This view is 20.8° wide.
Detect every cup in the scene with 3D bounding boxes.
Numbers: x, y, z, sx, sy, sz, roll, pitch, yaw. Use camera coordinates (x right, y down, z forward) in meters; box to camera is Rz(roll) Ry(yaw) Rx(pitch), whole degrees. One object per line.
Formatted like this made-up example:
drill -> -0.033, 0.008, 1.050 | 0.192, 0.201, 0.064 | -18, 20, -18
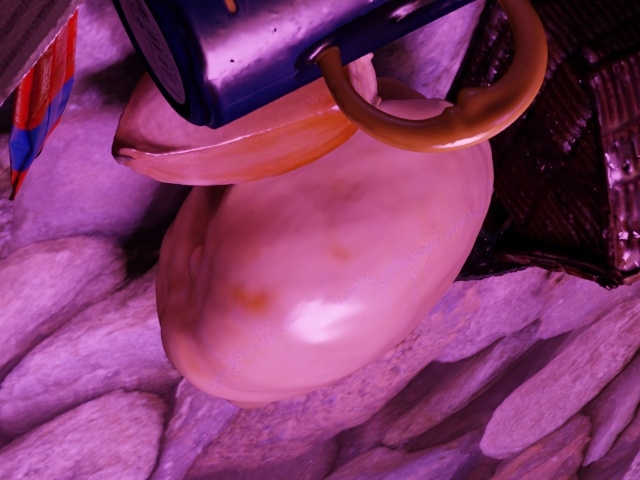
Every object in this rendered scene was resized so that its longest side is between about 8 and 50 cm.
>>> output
cup -> 0.011, -0.178, 1.146 | 0.256, 0.255, 0.178 | -29, 128, -12

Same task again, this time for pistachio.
pistachio -> 0.000, 0.000, 1.455 | 0.321, 0.229, 0.238 | -44, 128, -9

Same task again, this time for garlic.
garlic -> -0.064, -0.095, 1.315 | 0.207, 0.128, 0.115 | -21, 142, -11

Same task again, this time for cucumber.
cucumber -> 0.184, 0.013, 1.844 | 0.211, 0.062, 0.078 | 3, 133, -51

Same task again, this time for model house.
model house -> 0.299, -0.105, 1.552 | 0.317, 0.282, 0.297 | -26, 151, -18

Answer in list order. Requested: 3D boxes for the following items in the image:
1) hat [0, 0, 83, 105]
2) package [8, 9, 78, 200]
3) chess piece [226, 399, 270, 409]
hat -> -0.205, -0.172, 1.040 | 0.110, 0.252, 0.252 | 36, 111, -19
package -> -0.190, -0.115, 1.206 | 0.200, 0.022, 0.083 | 111, 4, -51
chess piece -> -0.077, 0.113, 1.689 | 0.094, 0.094, 0.170 | -32, 160, -9
